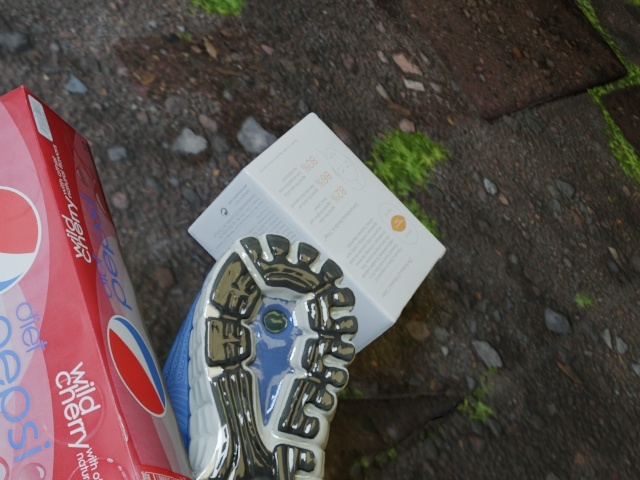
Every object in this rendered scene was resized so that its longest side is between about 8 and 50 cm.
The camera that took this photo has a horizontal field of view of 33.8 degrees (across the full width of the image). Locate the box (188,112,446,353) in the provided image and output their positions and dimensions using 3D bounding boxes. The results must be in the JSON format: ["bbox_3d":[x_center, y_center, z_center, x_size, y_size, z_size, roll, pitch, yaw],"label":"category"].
[{"bbox_3d":[0.000,0.000,0.888,0.170,0.091,0.130,46,37,-2],"label":"box"}]

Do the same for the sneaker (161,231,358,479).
[{"bbox_3d":[-0.059,0.167,0.657,0.130,0.147,0.330,18,66,-16],"label":"sneaker"}]

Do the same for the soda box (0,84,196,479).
[{"bbox_3d":[-0.151,0.052,0.577,0.263,0.092,0.083,67,7,25],"label":"soda box"}]
